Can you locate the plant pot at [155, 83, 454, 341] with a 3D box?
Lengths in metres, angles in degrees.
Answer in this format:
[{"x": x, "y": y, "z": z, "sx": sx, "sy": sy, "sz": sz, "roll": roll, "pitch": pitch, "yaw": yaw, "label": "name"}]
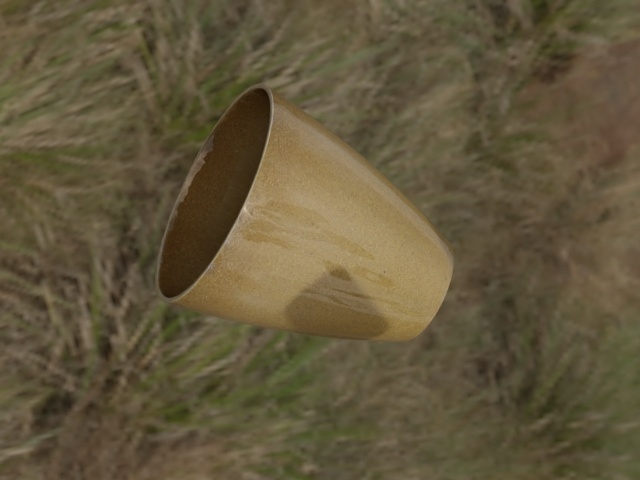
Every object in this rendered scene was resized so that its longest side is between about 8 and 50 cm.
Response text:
[{"x": 0.000, "y": 0.000, "z": 1.670, "sx": 0.254, "sy": 0.237, "sz": 0.237, "roll": 24, "pitch": 58, "yaw": -19, "label": "plant pot"}]
